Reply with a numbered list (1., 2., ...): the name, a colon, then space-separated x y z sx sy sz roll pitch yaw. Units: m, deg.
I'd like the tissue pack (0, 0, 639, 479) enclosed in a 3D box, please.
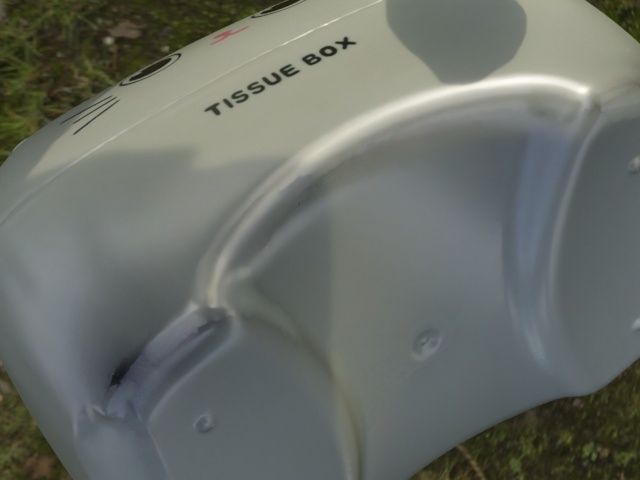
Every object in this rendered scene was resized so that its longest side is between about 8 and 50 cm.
1. tissue pack: 0.000 0.000 0.553 0.333 0.236 0.229 -29 131 -16
